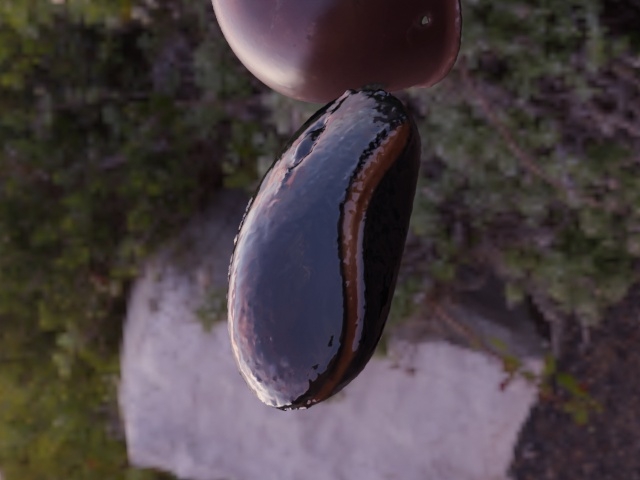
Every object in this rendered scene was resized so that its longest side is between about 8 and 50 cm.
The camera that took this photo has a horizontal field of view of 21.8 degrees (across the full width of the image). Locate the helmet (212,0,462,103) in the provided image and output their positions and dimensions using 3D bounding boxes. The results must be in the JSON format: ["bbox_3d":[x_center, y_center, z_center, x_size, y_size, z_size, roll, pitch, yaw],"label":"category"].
[{"bbox_3d":[-0.023,-0.319,2.074,0.385,0.230,0.337,52,155,14],"label":"helmet"}]

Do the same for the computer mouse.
[{"bbox_3d":[-0.004,-0.002,1.535,0.183,0.116,0.323,-13,56,47],"label":"computer mouse"}]
